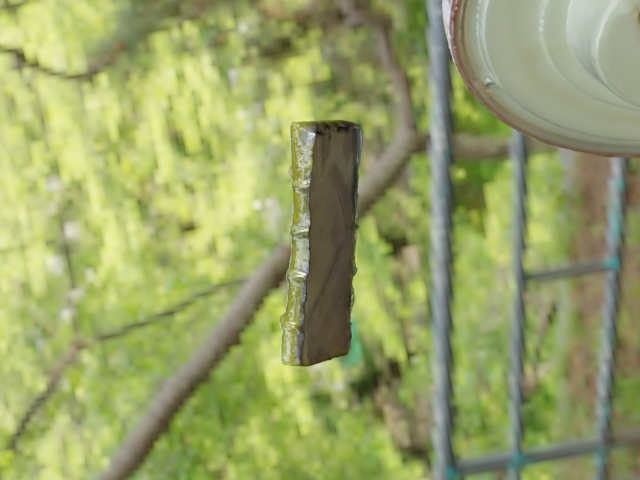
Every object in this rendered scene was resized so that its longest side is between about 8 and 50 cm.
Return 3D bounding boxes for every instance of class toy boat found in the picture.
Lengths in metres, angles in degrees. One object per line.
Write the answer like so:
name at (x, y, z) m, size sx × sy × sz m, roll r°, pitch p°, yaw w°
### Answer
toy boat at (0.000, 0.000, 0.933) m, size 0.063 × 0.016 × 0.115 m, roll -9°, pitch -77°, yaw -67°

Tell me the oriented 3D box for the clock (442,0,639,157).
clock at (0.224, -0.141, 1.072) m, size 0.318 × 0.318 × 0.080 m, roll 84°, pitch 177°, yaw -59°
